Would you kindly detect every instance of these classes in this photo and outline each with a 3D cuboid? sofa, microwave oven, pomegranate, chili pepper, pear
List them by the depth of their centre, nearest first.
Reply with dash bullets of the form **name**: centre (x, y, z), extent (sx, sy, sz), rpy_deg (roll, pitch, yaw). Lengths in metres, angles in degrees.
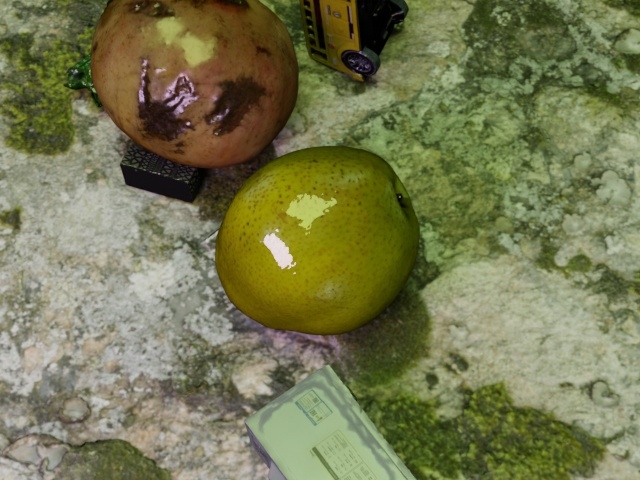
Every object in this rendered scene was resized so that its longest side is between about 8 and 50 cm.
- **microwave oven**: centre (0.013, 0.302, 1.595), extent (0.162, 0.122, 0.208), rpy_deg (-33, 66, -13)
- **pear**: centre (0.000, 0.000, 1.658), extent (0.294, 0.294, 0.294), rpy_deg (-1, 63, 2)
- **pomegranate**: centre (-0.191, -0.263, 1.801), extent (0.322, 0.322, 0.322), rpy_deg (-1, 63, 2)
- **sofa**: centre (-0.250, -0.102, 1.845), extent (0.118, 0.060, 0.039), rpy_deg (16, 58, 11)
- **chili pepper**: centre (-0.317, -0.299, 1.947), extent (0.224, 0.061, 0.098), rpy_deg (-36, 72, -13)

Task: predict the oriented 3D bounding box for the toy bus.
- **toy bus**: centre (0.042, -0.401, 1.834), extent (0.151, 0.331, 0.145), rpy_deg (22, 66, 17)
